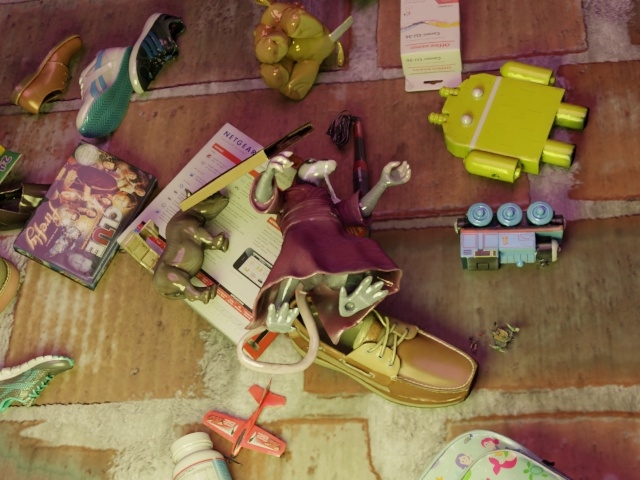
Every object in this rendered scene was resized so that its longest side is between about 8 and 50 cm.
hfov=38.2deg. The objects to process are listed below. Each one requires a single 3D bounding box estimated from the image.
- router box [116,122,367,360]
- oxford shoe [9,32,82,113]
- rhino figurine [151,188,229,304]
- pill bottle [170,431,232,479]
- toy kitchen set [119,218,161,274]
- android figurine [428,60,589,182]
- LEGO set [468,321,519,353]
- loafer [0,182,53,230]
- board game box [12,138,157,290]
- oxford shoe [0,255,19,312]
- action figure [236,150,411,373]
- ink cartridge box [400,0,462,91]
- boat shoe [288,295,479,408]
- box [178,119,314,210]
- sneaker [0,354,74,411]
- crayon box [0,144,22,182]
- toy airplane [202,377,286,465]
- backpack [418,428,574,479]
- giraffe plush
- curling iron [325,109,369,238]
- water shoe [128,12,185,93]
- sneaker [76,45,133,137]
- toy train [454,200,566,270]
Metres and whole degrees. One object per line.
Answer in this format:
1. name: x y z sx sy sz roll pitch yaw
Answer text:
1. router box: -0.141 -0.006 1.627 0.335 0.082 0.301 37 78 28
2. oxford shoe: -0.561 -0.350 1.958 0.076 0.076 0.212 34 68 -4
3. rhino figurine: -0.210 -0.001 1.545 0.106 0.073 0.243 8 58 5
4. pill bottle: -0.177 0.381 1.422 0.087 0.087 0.160 -25 58 -2
5. toy kitchen set: -0.277 0.015 1.559 0.075 0.083 0.068 32 77 27
6. android figurine: 0.333 -0.216 1.663 0.272 0.056 0.248 18 66 20
7. LEGO set: 0.280 0.158 1.483 0.083 0.023 0.054 -6 56 25
8. loafer: -0.545 -0.072 1.775 0.220 0.078 0.080 -15 58 5
9. board game box: -0.433 -0.049 1.721 0.165 0.042 0.243 27 68 -1
10. oxford shoe: -0.707 0.166 1.636 0.140 0.146 0.397 22 69 21
11. action figure: 0.000 0.000 1.456 0.248 0.276 0.370 12 34 -18
12. ink cartridge box: 0.214 -0.386 1.780 0.115 0.067 0.198 -4 60 11
13. boat shoe: 0.086 0.170 1.460 0.323 0.120 0.123 14 65 21
14. box: -0.120 -0.122 1.512 0.201 0.021 0.164 -26 9 34
15. sneaker: -0.500 0.249 1.601 0.166 0.065 0.076 -19 74 6
16. crayon box: -0.766 -0.142 1.825 0.322 0.083 0.203 14 64 35
17. toy airplane: -0.112 0.291 1.492 0.151 0.028 0.151 -5 60 9
18. backpack: 0.248 0.388 1.267 0.253 0.191 0.225 33 73 32
19. giraffe plush: -0.065 -0.404 1.811 0.210 0.181 0.170 -35 51 -18
20. curling iron: 0.062 -0.117 1.685 0.068 0.035 0.274 -24 61 25
21. water shoe: -0.336 -0.392 1.913 0.080 0.073 0.203 5 62 13
22. sneaker: -0.448 -0.299 1.886 0.092 0.087 0.229 2 54 23
23. toy train: 0.314 -0.005 1.535 0.184 0.080 0.105 -1 70 10
